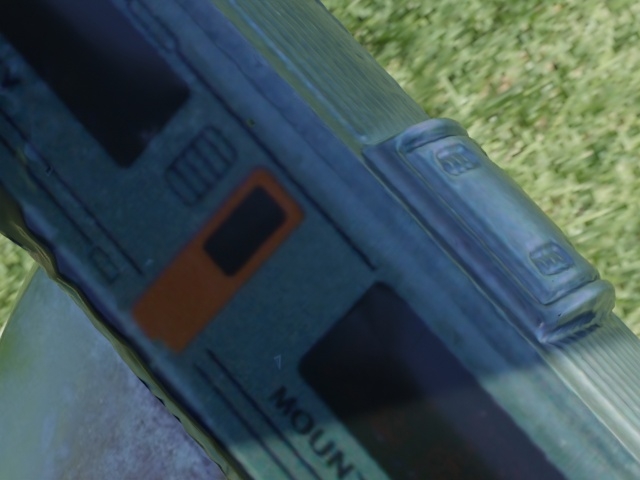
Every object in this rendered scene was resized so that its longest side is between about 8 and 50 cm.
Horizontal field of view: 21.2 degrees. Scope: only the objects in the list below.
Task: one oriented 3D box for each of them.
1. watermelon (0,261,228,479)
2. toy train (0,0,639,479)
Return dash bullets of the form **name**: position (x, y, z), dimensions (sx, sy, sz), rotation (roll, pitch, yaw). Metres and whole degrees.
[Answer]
- **watermelon**: position (-0.044, 0.151, 0.632), dimensions (0.193, 0.231, 0.310), rotation (17, 81, -62)
- **toy train**: position (0.000, 0.000, 0.405), dimensions (0.409, 0.089, 0.086), rotation (47, 21, 15)
